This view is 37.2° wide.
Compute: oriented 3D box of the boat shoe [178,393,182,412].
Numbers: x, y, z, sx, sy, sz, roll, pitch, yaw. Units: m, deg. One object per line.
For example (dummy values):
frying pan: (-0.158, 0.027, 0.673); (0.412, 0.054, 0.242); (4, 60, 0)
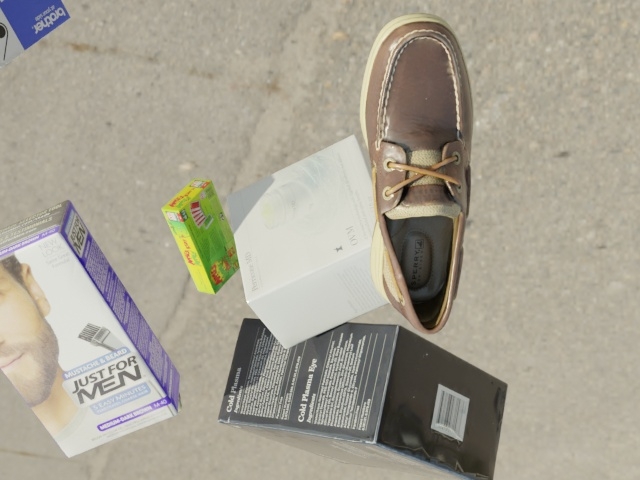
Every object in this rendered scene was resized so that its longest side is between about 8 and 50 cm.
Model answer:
boat shoe: (-0.299, 0.264, 1.778); (0.049, 0.133, 0.042); (-25, -170, -10)

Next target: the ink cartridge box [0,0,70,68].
ink cartridge box: (-0.431, -0.283, 1.243); (0.046, 0.207, 0.097); (4, 130, 38)

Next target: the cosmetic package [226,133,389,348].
cosmetic package: (0.000, 0.000, 1.393); (0.225, 0.224, 0.138); (-26, 135, 10)

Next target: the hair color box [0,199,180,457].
hair color box: (-0.356, 0.132, 1.343); (0.185, 0.110, 0.338); (-23, 117, 7)

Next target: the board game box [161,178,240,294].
board game box: (-0.201, -0.006, 1.648); (0.043, 0.092, 0.181); (9, 132, 36)

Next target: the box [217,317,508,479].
box: (0.074, 0.258, 1.524); (0.313, 0.178, 0.343); (-2, 157, 39)

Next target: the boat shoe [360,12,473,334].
boat shoe: (0.109, -0.059, 0.994); (0.123, 0.123, 0.341); (-3, 117, -9)
